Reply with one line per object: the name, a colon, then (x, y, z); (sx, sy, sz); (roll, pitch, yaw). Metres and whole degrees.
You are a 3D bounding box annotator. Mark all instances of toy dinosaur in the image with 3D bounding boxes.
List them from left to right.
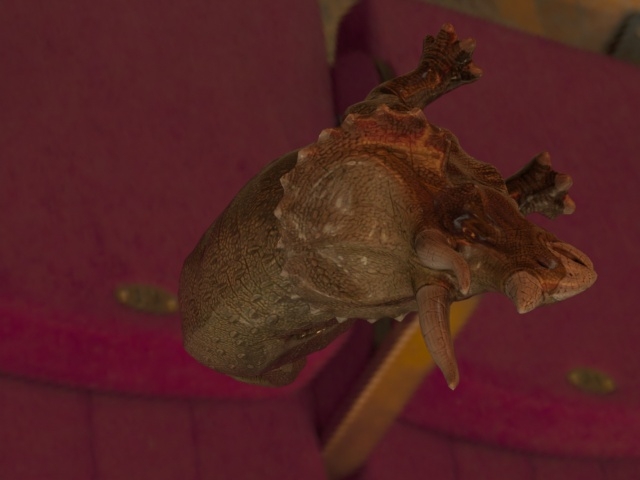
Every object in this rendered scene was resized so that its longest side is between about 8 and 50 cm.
toy dinosaur: (0.000, 0.000, 0.678); (0.160, 0.121, 0.313); (-27, -178, -37)
